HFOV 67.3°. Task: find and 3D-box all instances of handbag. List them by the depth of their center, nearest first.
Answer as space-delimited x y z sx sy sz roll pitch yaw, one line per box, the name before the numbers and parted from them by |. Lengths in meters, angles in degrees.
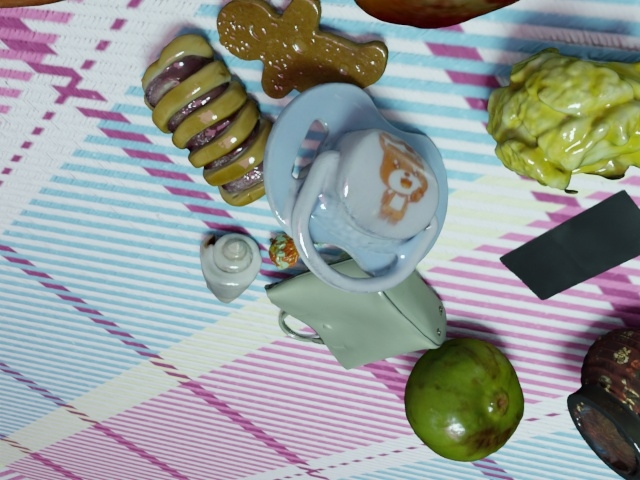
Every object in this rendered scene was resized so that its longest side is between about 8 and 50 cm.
handbag | 0.035 0.138 0.820 0.315 0.109 0.241 -27 117 35

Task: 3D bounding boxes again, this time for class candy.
candy | 0.000 0.000 0.755 0.185 0.049 0.055 -17 79 19

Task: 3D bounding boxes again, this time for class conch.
conch | -0.157 0.047 0.823 0.104 0.094 0.176 9 158 -10

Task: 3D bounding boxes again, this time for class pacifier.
pacifier | 0.029 -0.060 0.623 0.279 0.227 0.207 27 176 -30

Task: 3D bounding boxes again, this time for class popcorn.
popcorn | 0.283 -0.131 0.499 0.195 0.168 0.173 5 93 -3

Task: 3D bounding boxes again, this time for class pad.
pad | 0.375 0.016 0.696 0.116 0.004 0.193 40 128 -18

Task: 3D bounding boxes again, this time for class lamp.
lamp | 0.506 0.239 0.710 0.247 0.247 0.247 7 130 9

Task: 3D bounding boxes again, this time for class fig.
fig | 0.227 0.268 0.832 0.203 0.203 0.225 34 161 -14

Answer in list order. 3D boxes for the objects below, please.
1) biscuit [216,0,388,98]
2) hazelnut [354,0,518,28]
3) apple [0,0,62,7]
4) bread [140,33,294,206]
biscuit | -0.026 -0.227 0.579 0.205 0.031 0.138 22 137 -7
hazelnut | 0.101 -0.267 0.403 0.208 0.208 0.208 7 130 9
apple | -0.291 -0.351 0.385 0.319 0.277 0.319 7 131 8
bread | -0.142 -0.147 0.642 0.134 0.081 0.225 -25 119 31
